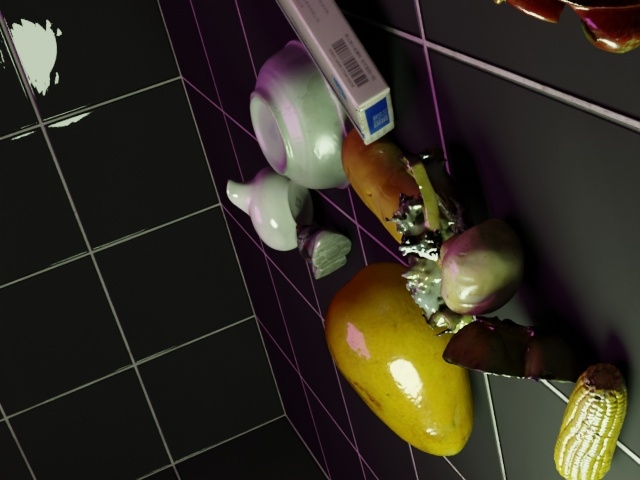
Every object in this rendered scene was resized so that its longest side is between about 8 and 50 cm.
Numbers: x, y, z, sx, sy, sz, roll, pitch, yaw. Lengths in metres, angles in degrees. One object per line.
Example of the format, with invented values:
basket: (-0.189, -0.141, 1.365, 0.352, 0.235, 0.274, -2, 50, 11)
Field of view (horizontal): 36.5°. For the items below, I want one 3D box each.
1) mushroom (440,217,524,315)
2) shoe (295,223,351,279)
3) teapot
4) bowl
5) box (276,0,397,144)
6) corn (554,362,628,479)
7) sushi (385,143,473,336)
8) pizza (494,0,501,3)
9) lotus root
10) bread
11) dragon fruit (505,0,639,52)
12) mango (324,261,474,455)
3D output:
mushroom: (0.224, 0.037, 1.358, 0.112, 0.148, 0.148, 40, 150, 41)
shoe: (-0.001, 0.000, 2.209, 0.125, 0.099, 0.227, 60, 168, 18)
teapot: (-0.100, -0.070, 2.313, 0.298, 0.139, 0.204, 50, -144, -47)
bowl: (-0.031, -0.233, 1.875, 0.307, 0.163, 0.307, 56, 159, 34)
box: (0.008, -0.335, 1.587, 0.343, 0.065, 0.200, 59, 180, 13)
corn: (0.357, 0.246, 1.283, 0.231, 0.080, 0.080, 84, 159, -49)
sushi: (0.172, -0.003, 1.475, 0.139, 0.131, 0.290, -103, -3, -75)
pizza: (0.177, -0.344, 1.064, 0.305, 0.086, 0.161, 48, 154, 52)
lotus root: (0.269, 0.146, 1.338, 0.204, 0.183, 0.077, -172, 88, -68)
bread: (0.124, -0.082, 1.653, 0.305, 0.091, 0.142, 54, 165, 47)
dragon fruit: (0.212, -0.282, 0.720, 0.130, 0.295, 0.268, 0, 80, 63)
mango: (0.151, 0.214, 1.737, 0.378, 0.221, 0.264, 62, 164, -11)
